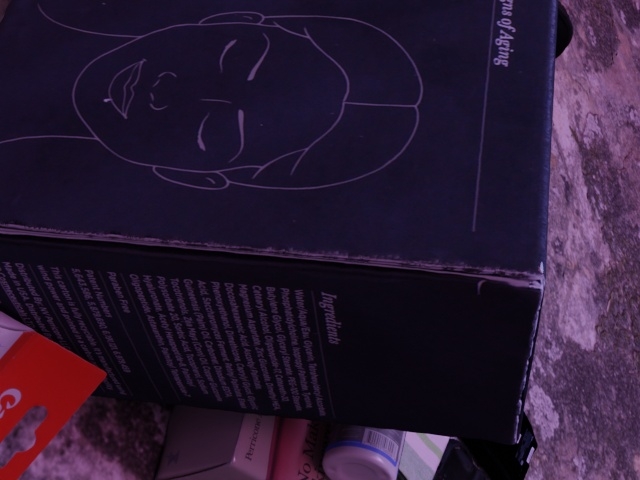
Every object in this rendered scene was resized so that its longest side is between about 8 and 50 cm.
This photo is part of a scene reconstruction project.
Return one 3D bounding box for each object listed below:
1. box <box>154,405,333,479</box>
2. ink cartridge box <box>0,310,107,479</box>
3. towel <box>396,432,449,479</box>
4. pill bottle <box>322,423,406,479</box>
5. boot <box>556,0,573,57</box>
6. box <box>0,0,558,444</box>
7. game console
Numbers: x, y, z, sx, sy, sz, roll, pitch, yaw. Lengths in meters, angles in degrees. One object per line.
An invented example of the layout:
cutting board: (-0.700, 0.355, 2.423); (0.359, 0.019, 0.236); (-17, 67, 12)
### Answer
box: (-0.039, 0.229, 1.105); (0.232, 0.126, 0.149); (36, 49, -33)
ink cartridge box: (-0.312, 0.131, 0.807); (0.232, 0.189, 0.066); (39, 6, -28)
towel: (0.124, 0.138, 1.333); (0.248, 0.038, 0.325); (53, 44, -20)
pill bottle: (0.054, 0.187, 1.068); (0.078, 0.078, 0.137); (44, 43, -26)
boot: (0.312, -0.318, 1.742); (0.347, 0.131, 0.260); (16, 54, -32)
box: (-0.028, -0.106, 0.952); (0.297, 0.471, 0.480); (79, 18, -55)
game console: (0.190, 0.302, 1.398); (0.213, 0.044, 0.361); (55, 41, -14)
